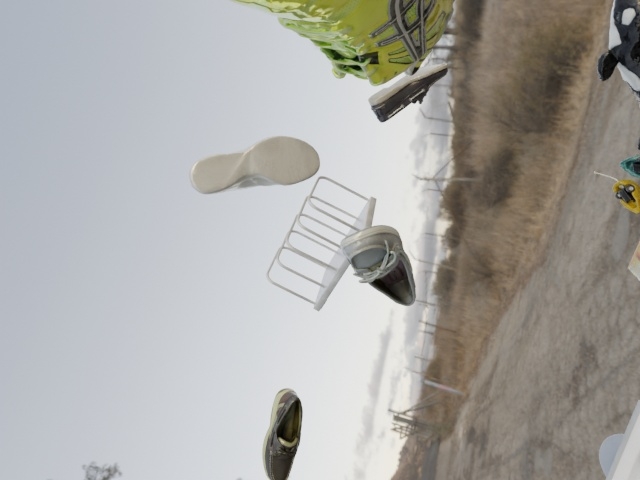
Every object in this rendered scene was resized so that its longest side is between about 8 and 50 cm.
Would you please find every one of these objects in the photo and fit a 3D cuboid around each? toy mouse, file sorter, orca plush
[{"bbox_3d":[0.539,-0.090,0.720,0.161,0.031,0.143,61,175,21],"label":"toy mouse"},{"bbox_3d":[0.000,0.000,1.170,0.278,0.173,0.193,-59,6,32],"label":"file sorter"},{"bbox_3d":[0.586,-0.296,0.784,0.102,0.151,0.288,-91,-12,-65],"label":"orca plush"}]

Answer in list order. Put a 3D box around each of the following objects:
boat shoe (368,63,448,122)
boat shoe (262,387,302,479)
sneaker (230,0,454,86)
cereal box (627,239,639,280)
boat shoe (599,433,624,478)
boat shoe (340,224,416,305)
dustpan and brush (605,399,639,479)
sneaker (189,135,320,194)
[{"bbox_3d":[0.206,-0.339,1.022,0.065,0.206,0.075,64,171,-26],"label":"boat shoe"},{"bbox_3d":[-0.087,0.475,1.069,0.073,0.080,0.224,177,103,-67],"label":"boat shoe"},{"bbox_3d":[0.047,-0.222,0.430,0.384,0.145,0.147,-29,-43,-49],"label":"sneaker"},{"bbox_3d":[0.861,0.105,1.075,0.173,0.047,0.240,64,-175,-49],"label":"cereal box"},{"bbox_3d":[0.476,0.399,0.603,0.095,0.084,0.258,-43,27,39],"label":"boat shoe"},{"bbox_3d":[0.140,0.060,0.965,0.320,0.118,0.103,44,-156,-58],"label":"boat shoe"},{"bbox_3d":[0.440,0.290,0.480,0.060,0.211,0.148,-3,-70,-52],"label":"dustpan and brush"},{"bbox_3d":[-0.109,-0.120,0.741,0.094,0.212,0.080,176,84,-76],"label":"sneaker"}]
